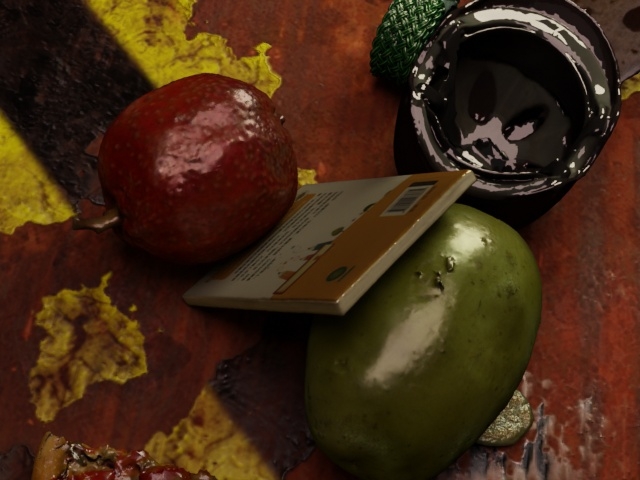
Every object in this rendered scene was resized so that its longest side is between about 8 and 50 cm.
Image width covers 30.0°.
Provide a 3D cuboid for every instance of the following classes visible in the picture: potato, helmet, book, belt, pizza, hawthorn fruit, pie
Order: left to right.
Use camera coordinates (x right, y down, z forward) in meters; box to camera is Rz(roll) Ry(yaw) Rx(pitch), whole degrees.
[{"bbox_3d":[-0.185,0.252,1.155,0.193,0.053,0.201,-22,63,-18],"label":"pizza"},{"bbox_3d":[-0.150,-0.066,1.279,0.253,0.205,0.205,-30,66,-14],"label":"hawthorn fruit"},{"bbox_3d":[0.000,0.000,1.224,0.208,0.295,0.020,-44,112,-26],"label":"book"},{"bbox_3d":[0.101,0.099,1.196,0.216,0.216,0.304,26,70,10],"label":"potato"},{"bbox_3d":[0.124,-0.252,1.460,0.079,0.121,0.151,24,54,11],"label":"belt"},{"bbox_3d":[0.183,0.181,1.259,0.085,0.017,0.085,3,55,-4],"label":"pie"},{"bbox_3d":[0.202,-0.128,1.360,0.225,0.177,0.305,34,57,9],"label":"helmet"}]

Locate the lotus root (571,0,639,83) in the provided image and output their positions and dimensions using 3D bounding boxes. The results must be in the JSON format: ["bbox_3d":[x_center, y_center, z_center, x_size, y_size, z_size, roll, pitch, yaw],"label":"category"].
[{"bbox_3d":[0.309,-0.329,1.466,0.272,0.272,0.192,-6,46,-10],"label":"lotus root"}]
